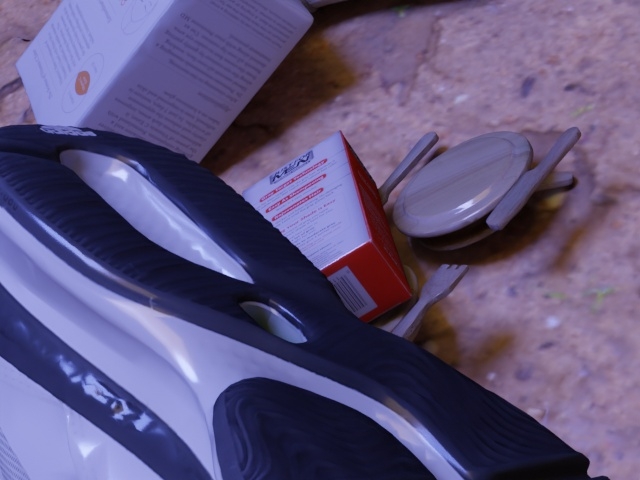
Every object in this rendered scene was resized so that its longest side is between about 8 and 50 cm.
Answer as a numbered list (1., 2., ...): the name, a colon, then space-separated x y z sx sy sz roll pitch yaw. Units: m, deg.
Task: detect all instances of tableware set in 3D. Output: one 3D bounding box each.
1. tableware set: 0.053 0.014 0.749 0.194 0.039 0.128 -48 28 -24

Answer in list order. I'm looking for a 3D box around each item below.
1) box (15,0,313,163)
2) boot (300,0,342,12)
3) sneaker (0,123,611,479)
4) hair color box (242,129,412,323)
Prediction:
1. box: -0.107 -0.128 0.904 0.170 0.091 0.130 -49 39 17
2. boot: 0.041 -0.248 0.978 0.165 0.077 0.213 -10 49 27
3. sneaker: -0.034 0.162 0.542 0.447 0.169 0.257 42 119 40
4. hair color box: 0.000 0.000 0.739 0.072 0.043 0.141 -31 26 11
